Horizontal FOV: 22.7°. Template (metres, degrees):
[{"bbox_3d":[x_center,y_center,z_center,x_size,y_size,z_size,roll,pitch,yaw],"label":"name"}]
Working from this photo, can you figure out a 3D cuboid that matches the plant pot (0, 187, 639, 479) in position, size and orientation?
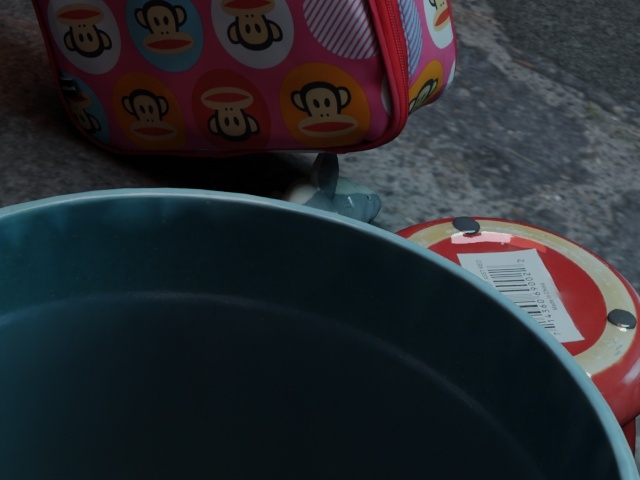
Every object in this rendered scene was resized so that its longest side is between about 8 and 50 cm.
[{"bbox_3d":[-0.052,0.162,0.557,0.271,0.255,0.271,7,35,-5],"label":"plant pot"}]

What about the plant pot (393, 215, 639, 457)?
[{"bbox_3d":[0.081,0.094,0.867,0.191,0.174,0.191,5,37,-4],"label":"plant pot"}]

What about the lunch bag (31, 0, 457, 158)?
[{"bbox_3d":[-0.065,-0.190,1.075,0.293,0.258,0.120,1,28,32],"label":"lunch bag"}]

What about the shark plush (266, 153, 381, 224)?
[{"bbox_3d":[0.000,0.000,1.070,0.067,0.073,0.161,40,28,-14],"label":"shark plush"}]
